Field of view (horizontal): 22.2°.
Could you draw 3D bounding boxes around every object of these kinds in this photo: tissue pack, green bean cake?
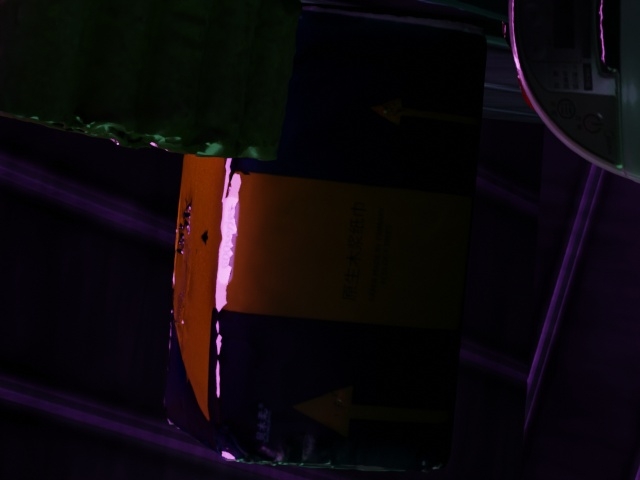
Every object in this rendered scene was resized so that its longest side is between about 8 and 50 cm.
[{"bbox_3d":[0.000,0.000,1.547,0.253,0.417,0.264,3,-178,-16],"label":"tissue pack"},{"bbox_3d":[-0.133,-0.119,0.893,0.214,0.113,0.200,24,-168,41],"label":"green bean cake"}]

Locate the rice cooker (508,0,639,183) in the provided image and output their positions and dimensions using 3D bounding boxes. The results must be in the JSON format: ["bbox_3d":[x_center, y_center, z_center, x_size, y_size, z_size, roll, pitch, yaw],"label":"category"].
[{"bbox_3d":[0.174,-0.088,0.608,0.206,0.145,0.127,1,-166,11],"label":"rice cooker"}]

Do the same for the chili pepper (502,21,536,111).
[{"bbox_3d":[0.203,-0.118,0.966,0.110,0.110,0.387,3,179,-20],"label":"chili pepper"}]

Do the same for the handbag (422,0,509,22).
[{"bbox_3d":[0.023,-0.153,0.855,0.144,0.057,0.221,14,-171,35],"label":"handbag"}]
